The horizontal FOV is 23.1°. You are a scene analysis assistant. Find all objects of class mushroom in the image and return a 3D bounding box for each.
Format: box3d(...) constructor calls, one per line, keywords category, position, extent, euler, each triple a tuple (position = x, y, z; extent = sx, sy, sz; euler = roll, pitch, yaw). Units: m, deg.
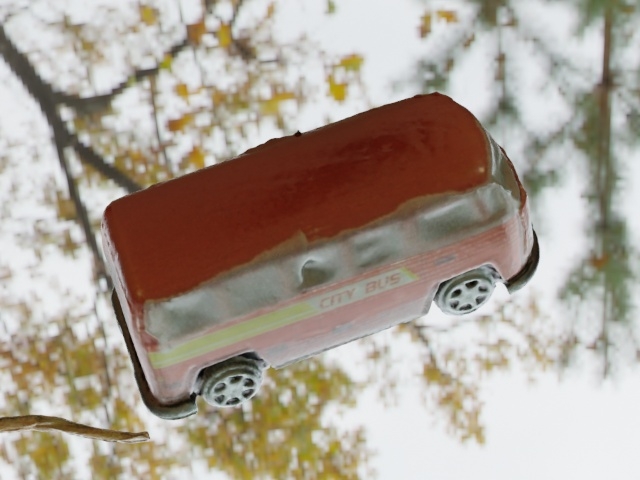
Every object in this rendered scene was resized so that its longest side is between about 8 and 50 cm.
box3d(category="mushroom", position=(-0.267, 0.143, 1.217), extent=(0.286, 0.028, 0.026), euler=(6, -176, 16))

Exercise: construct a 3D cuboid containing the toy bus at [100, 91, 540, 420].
box3d(category="toy bus", position=(0.000, 0.000, 0.944), extent=(0.265, 0.119, 0.121), euler=(-19, -132, -6))
